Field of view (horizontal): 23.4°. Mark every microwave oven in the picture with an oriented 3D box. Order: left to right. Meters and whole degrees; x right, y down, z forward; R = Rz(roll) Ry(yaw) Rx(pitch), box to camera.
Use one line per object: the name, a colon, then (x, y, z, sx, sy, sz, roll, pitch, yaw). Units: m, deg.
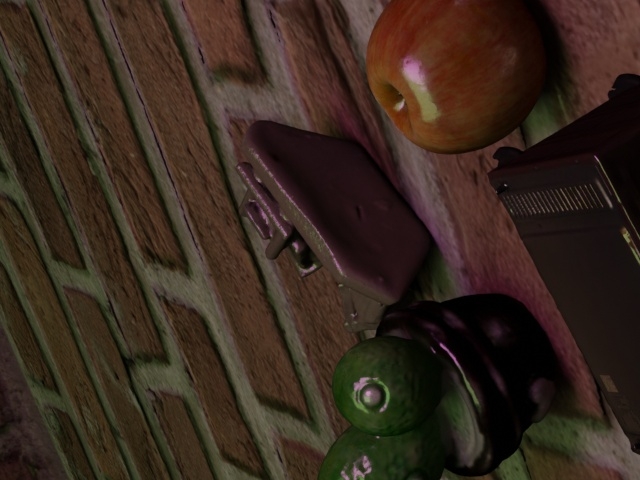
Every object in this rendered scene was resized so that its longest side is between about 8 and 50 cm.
microwave oven: (0.263, 0.007, 1.040, 0.247, 0.188, 0.178, 60, 160, -8)

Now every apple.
apple: (0.106, -0.139, 1.231, 0.146, 0.131, 0.146, 44, 155, 27)

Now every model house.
model house: (0.007, -0.006, 1.555, 0.229, 0.122, 0.188, 51, 155, 13)

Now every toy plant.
toy plant: (0.095, 0.156, 1.426, 0.175, 0.235, 0.218, 40, 147, 39)
